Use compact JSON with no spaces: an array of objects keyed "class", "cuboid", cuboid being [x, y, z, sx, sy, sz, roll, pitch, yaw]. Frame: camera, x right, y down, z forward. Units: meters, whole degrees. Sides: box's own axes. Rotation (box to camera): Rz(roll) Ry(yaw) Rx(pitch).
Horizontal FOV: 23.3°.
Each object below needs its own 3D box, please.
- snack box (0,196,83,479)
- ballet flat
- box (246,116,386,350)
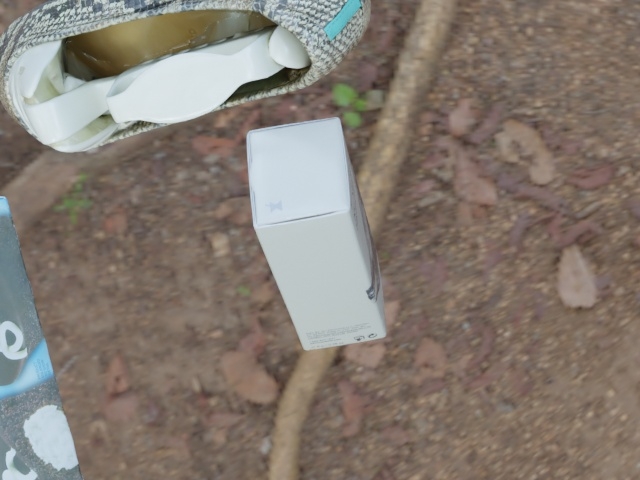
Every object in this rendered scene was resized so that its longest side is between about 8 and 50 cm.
[{"class":"snack box","cuboid":[-0.205,0.138,0.874,0.187,0.060,0.322,-1,106,47]},{"class":"ballet flat","cuboid":[-0.179,-0.168,1.519,0.482,0.182,0.164,-11,122,32]},{"class":"box","cuboid":[0.000,0.000,1.542,0.094,0.275,0.113,-9,61,5]}]
